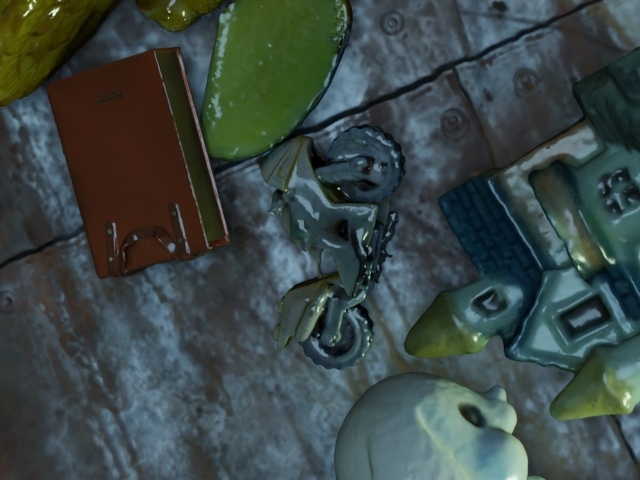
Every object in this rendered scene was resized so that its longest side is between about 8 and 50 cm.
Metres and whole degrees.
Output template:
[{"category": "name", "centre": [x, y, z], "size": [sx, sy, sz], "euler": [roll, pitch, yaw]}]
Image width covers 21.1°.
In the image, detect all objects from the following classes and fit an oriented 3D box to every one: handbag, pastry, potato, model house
[{"category": "handbag", "centre": [-0.164, -0.068, 1.553], "size": [0.127, 0.063, 0.190], "euler": [-13, 93, 28]}, {"category": "pastry", "centre": [-0.272, -0.227, 1.484], "size": [0.132, 0.235, 0.240], "euler": [39, 86, 7]}, {"category": "potato", "centre": [-0.043, -0.156, 1.553], "size": [0.119, 0.054, 0.198], "euler": [26, 100, 12]}, {"category": "model house", "centre": [0.210, 0.024, 1.473], "size": [0.325, 0.194, 0.267], "euler": [-30, 90, 10]}]

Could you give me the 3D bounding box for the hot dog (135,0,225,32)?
[{"category": "hot dog", "centre": [-0.052, -0.300, 1.536], "size": [0.289, 0.068, 0.083], "euler": [-45, 47, 6]}]

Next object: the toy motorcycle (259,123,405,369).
[{"category": "toy motorcycle", "centre": [0.000, 0.000, 1.545], "size": [0.129, 0.094, 0.229], "euler": [13, 107, 10]}]

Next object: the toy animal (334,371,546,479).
[{"category": "toy animal", "centre": [0.109, 0.259, 1.472], "size": [0.174, 0.249, 0.289], "euler": [-21, 74, -13]}]
